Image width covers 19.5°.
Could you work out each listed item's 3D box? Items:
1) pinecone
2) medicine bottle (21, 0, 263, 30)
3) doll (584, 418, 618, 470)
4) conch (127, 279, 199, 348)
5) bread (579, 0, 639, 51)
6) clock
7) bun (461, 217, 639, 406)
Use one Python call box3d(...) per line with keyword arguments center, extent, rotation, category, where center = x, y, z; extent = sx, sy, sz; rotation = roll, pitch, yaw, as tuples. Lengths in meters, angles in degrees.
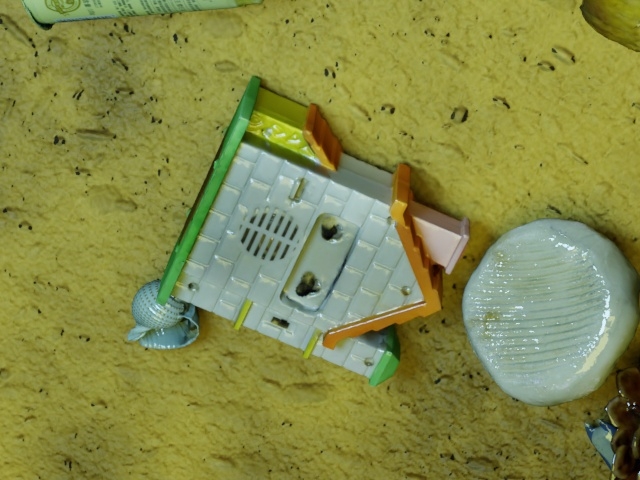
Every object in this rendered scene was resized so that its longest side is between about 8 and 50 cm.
box3d(center=(0.386, 0.199, 1.789), extent=(0.212, 0.168, 0.185), rotation=(-7, 138, 33), category="pinecone")
box3d(center=(-0.154, -0.264, 1.698), extent=(0.239, 0.124, 0.124), rotation=(-5, 112, 9), category="medicine bottle")
box3d(center=(0.311, 0.229, 1.891), extent=(0.037, 0.027, 0.125), rotation=(-27, 109, 40), category="doll")
box3d(center=(-0.157, 0.073, 1.878), extent=(0.076, 0.056, 0.085), rotation=(30, 146, -23), category="conch")
box3d(center=(0.338, -0.307, 1.459), extent=(0.215, 0.398, 0.398), rotation=(15, 115, 13), category="bread")
box3d(center=(0.000, 0.000, 1.803), extent=(0.255, 0.106, 0.220), rotation=(23, 116, -7), category="clock")
box3d(center=(0.230, 0.067, 1.793), extent=(0.183, 0.102, 0.183), rotation=(-2, 87, 33), category="bun")
